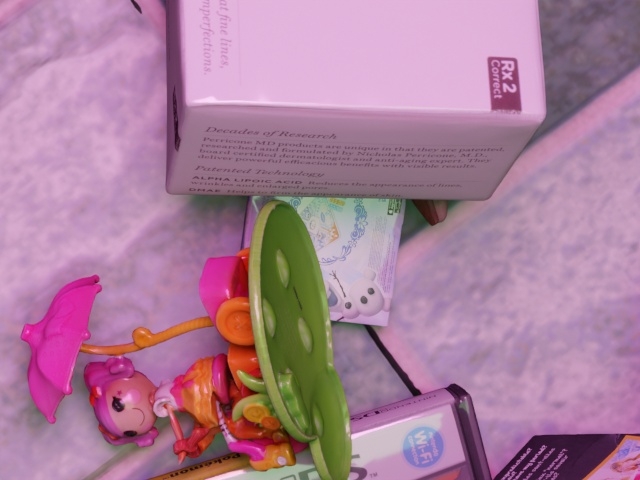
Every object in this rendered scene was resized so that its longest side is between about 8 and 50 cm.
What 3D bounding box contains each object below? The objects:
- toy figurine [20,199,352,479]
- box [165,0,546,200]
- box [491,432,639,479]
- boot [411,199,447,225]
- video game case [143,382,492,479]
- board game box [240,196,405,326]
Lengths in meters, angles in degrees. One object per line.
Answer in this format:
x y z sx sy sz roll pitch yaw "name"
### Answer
-0.080 0.071 0.974 0.159 0.130 0.173 -9 123 16 "toy figurine"
0.011 -0.123 0.920 0.182 0.119 0.181 1 69 -10 "box"
0.172 0.253 0.994 0.163 0.142 0.247 -39 108 -36 "box"
0.073 -0.078 1.005 0.087 0.042 0.118 -25 89 -18 "boot"
0.001 0.249 1.047 0.248 0.035 0.275 -16 100 -9 "video game case"
0.000 0.000 1.021 0.090 0.020 0.090 7 96 -12 "board game box"
